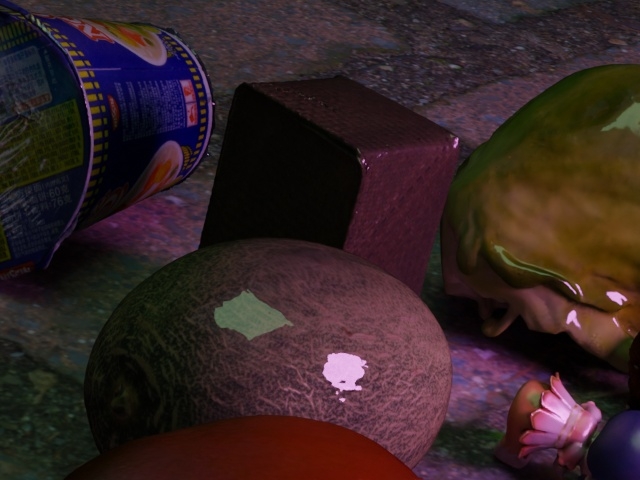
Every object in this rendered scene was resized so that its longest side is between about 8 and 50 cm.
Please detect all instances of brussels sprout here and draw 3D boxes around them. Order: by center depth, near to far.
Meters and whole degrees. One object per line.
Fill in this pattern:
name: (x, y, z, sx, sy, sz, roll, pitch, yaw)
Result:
brussels sprout: (0.307, -0.024, 1.972, 0.371, 0.315, 0.276, 4, 2, -1)

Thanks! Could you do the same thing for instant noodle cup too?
instant noodle cup: (-0.268, -0.122, 1.985, 0.284, 0.284, 0.312, 22, 18, 23)

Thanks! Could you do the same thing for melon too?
melon: (-0.037, 0.118, 1.560, 0.329, 0.248, 0.248, -7, 30, -41)

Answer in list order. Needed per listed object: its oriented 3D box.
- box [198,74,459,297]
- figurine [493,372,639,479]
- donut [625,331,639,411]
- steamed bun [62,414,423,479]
box: (-0.002, 0.000, 1.788, 0.143, 0.273, 0.184, -10, 33, -44)
figurine: (0.251, 0.192, 1.690, 0.195, 0.102, 0.111, 23, 60, 16)
donut: (0.406, 0.111, 1.813, 0.217, 0.085, 0.141, -17, 13, -6)
steamed bun: (-0.082, 0.267, 1.226, 0.248, 0.235, 0.379, 9, 23, 11)
